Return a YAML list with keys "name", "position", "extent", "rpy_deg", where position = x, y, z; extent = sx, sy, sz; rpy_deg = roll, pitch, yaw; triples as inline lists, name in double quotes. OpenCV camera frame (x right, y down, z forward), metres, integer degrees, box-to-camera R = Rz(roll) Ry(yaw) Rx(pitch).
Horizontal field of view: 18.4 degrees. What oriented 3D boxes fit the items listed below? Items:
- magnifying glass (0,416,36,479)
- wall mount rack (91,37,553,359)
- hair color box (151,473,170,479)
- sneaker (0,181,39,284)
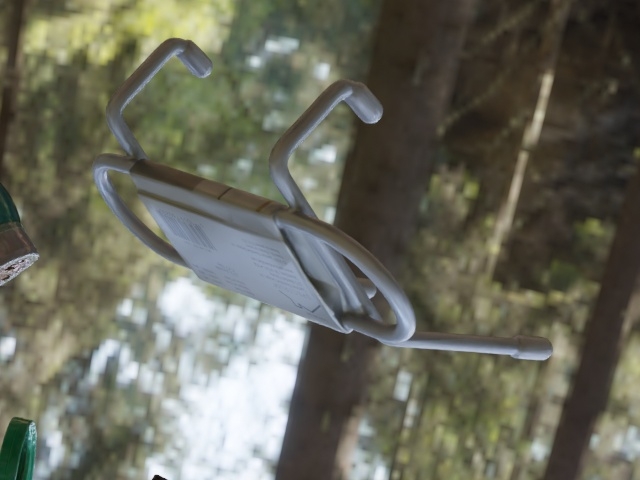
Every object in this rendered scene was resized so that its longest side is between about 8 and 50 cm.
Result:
- name: "magnifying glass"
  position: [-0.287, 0.259, 1.863]
  extent: [0.026, 0.231, 0.092]
  rpy_deg: [10, -138, 1]
- name: "wall mount rack"
  position: [0.000, 0.000, 1.434]
  extent: [0.130, 0.304, 0.350]
  rpy_deg: [-47, -143, -19]
- name: "hair color box"
  position: [-0.019, 0.338, 1.571]
  extent: [0.347, 0.174, 0.105]
  rpy_deg: [22, 167, 27]
- name: "sneaker"
  position: [-0.365, 0.026, 1.454]
  extent: [0.302, 0.108, 0.121]
  rpy_deg: [-26, -98, -28]
